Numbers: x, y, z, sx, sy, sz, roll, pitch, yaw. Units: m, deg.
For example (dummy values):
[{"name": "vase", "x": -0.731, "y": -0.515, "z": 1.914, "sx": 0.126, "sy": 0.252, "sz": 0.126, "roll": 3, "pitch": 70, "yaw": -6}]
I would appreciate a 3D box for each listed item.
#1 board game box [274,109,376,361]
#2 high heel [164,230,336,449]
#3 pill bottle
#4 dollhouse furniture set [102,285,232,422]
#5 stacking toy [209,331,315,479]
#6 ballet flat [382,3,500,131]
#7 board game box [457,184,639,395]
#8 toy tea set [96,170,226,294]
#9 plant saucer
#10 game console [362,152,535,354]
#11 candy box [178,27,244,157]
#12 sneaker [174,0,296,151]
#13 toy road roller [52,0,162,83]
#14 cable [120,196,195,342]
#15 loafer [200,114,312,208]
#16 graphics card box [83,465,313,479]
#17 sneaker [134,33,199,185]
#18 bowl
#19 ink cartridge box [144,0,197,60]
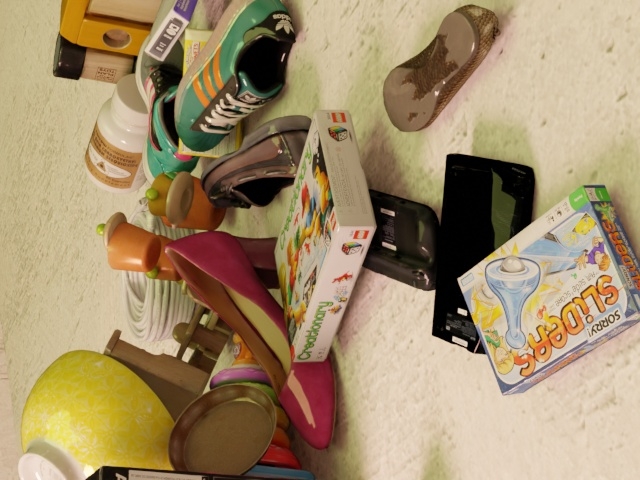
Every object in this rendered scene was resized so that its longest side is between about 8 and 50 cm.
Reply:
[{"name": "board game box", "x": 0.000, "y": 0.000, "z": 1.650, "sx": 0.305, "sy": 0.053, "sz": 0.193, "roll": 108, "pitch": 157, "yaw": -50}, {"name": "high heel", "x": -0.104, "y": 0.145, "z": 1.794, "sx": 0.377, "sy": 0.181, "sz": 0.127, "roll": 66, "pitch": 146, "yaw": 38}, {"name": "pill bottle", "x": -0.365, "y": -0.205, "z": 2.369, "sx": 0.229, "sy": 0.131, "sz": 0.131, "roll": -59, "pitch": 41, "yaw": 48}, {"name": "dollhouse furniture set", "x": -0.231, "y": 0.147, "z": 1.970, "sx": 0.212, "sy": 0.161, "sz": 0.242, "roll": 117, "pitch": 177, "yaw": -45}, {"name": "stacking toy", "x": -0.113, "y": 0.250, "z": 1.890, "sx": 0.175, "sy": 0.166, "sz": 0.301, "roll": 136, "pitch": 139, "yaw": -53}, {"name": "ballet flat", "x": 0.140, "y": -0.198, "z": 1.435, "sx": 0.084, "sy": 0.058, "sz": 0.250, "roll": 59, "pitch": 153, "yaw": 10}, {"name": "board game box", "x": 0.229, "y": 0.053, "z": 1.229, "sx": 0.201, "sy": 0.035, "sz": 0.136, "roll": -43, "pitch": 59, "yaw": 45}, {"name": "toy tea set", "x": -0.263, "y": -0.025, "z": 1.995, "sx": 0.336, "sy": 0.124, "sz": 0.200, "roll": 23, "pitch": -99, "yaw": -73}, {"name": "plant saucer", "x": -0.135, "y": 0.279, "z": 1.761, "sx": 0.168, "sy": 0.168, "sz": 0.029, "roll": 57, "pitch": 177, "yaw": 47}, {"name": "game console", "x": 0.130, "y": -0.004, "z": 1.471, "sx": 0.361, "sy": 0.044, "sz": 0.213, "roll": 21, "pitch": 108, "yaw": 62}, {"name": "candy box", "x": -0.173, "y": -0.237, "z": 2.020, "sx": 0.027, "sy": 0.105, "sz": 0.205, "roll": -30, "pitch": -53, "yaw": -69}, {"name": "sneaker", "x": -0.131, "y": -0.235, "z": 1.893, "sx": 0.302, "sy": 0.108, "sz": 0.121, "roll": -59, "pitch": 44, "yaw": 34}, {"name": "toy road roller", "x": -0.383, "y": -0.451, "z": 2.326, "sx": 0.329, "sy": 0.203, "sz": 0.240, "roll": 123, "pitch": 148, "yaw": -52}, {"name": "cable", "x": -0.306, "y": 0.061, "z": 2.313, "sx": 0.257, "sy": 0.089, "sz": 0.257, "roll": 151, "pitch": 114, "yaw": -62}, {"name": "loafer", "x": -0.097, "y": -0.092, "z": 1.863, "sx": 0.302, "sy": 0.109, "sz": 0.095, "roll": -34, "pitch": 66, "yaw": 58}, {"name": "graphics card box", "x": -0.151, "y": 0.382, "z": 1.692, "sx": 0.233, "sy": 0.371, "sz": 0.094, "roll": 138, "pitch": 134, "yaw": -58}, {"name": "sneaker", "x": -0.245, "y": -0.250, "z": 2.133, "sx": 0.178, "sy": 0.124, "sz": 0.295, "roll": -32, "pitch": 60, "yaw": 57}, {"name": "bowl", "x": -0.358, "y": 0.327, "z": 1.871, "sx": 0.289, "sy": 0.156, "sz": 0.289, "roll": 19, "pitch": 126, "yaw": 28}, {"name": "ink cartridge box", "x": -0.219, "y": -0.431, "z": 2.067, "sx": 0.208, "sy": 0.045, "sz": 0.206, "roll": -38, "pitch": 32, "yaw": 61}]
